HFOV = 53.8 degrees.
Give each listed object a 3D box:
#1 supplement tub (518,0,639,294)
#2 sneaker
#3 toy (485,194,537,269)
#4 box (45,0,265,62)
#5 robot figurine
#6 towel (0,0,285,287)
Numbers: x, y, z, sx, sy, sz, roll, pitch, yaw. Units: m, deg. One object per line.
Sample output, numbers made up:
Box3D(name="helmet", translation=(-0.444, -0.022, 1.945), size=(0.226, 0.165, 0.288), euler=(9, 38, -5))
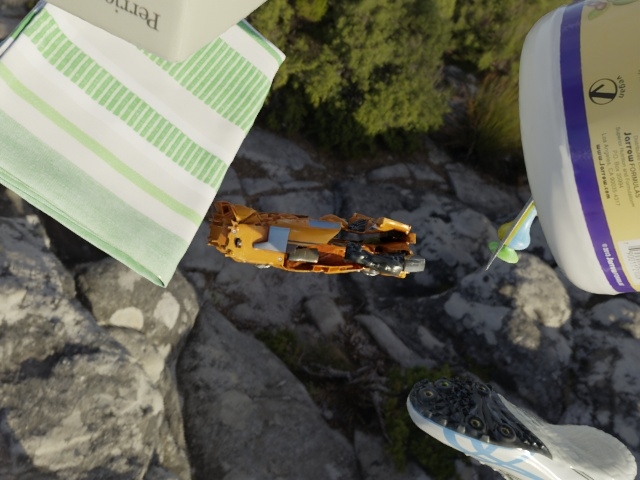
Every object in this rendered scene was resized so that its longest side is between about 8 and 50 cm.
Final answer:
Box3D(name="supplement tub", translation=(0.336, -0.093, 0.445), size=(0.241, 0.331, 0.241), euler=(19, 66, -53))
Box3D(name="sneaker", translation=(0.183, 0.198, 0.592), size=(0.237, 0.086, 0.085), euler=(22, 25, -11))
Box3D(name="toy", translation=(0.289, -0.066, 0.751), size=(0.056, 0.237, 0.137), euler=(37, 32, 9))
Box3D(name="box", translation=(-0.075, -0.223, 0.262), size=(0.148, 0.232, 0.127), euler=(27, 43, 4))
Box3D(name="robot figurine", translation=(0.000, 0.000, 0.872), size=(0.291, 0.211, 0.085), euler=(5, 95, -21))
Box3D(name="towel", translation=(-0.181, -0.154, 0.630), size=(0.248, 0.038, 0.325), euler=(38, 55, -25))
